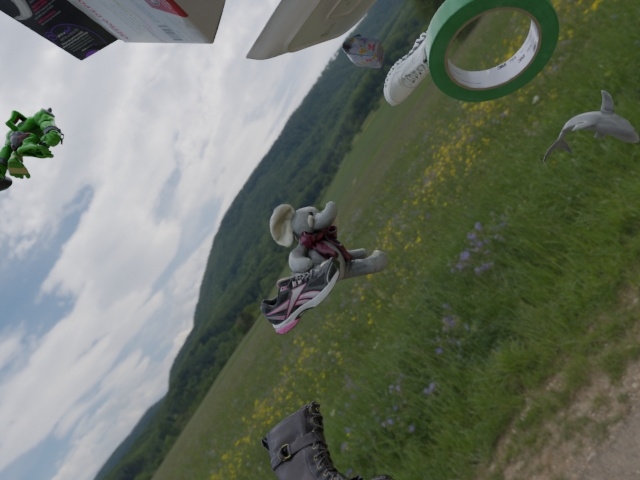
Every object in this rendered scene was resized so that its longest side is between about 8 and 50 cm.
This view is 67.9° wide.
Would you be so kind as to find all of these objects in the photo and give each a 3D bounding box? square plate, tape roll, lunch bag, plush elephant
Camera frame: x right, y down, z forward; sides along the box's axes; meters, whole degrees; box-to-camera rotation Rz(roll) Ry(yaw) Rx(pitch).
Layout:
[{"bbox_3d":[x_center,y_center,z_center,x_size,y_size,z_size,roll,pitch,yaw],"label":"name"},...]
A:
[{"bbox_3d":[0.051,-0.490,0.928,0.347,0.049,0.344,-39,3,-42],"label":"square plate"},{"bbox_3d":[0.436,-0.510,1.232,0.321,0.320,0.077,124,152,-51],"label":"tape roll"},{"bbox_3d":[0.094,-0.424,1.063,0.071,0.083,0.053,10,-88,-68],"label":"lunch bag"},{"bbox_3d":[0.000,0.000,1.420,0.271,0.256,0.329,-8,-6,-40],"label":"plush elephant"}]

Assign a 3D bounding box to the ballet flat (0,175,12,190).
[{"bbox_3d":[-0.770,-0.132,1.009,0.203,0.074,0.074,-15,-30,-42],"label":"ballet flat"}]

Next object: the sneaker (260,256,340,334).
[{"bbox_3d":[-0.040,0.091,0.869,0.178,0.077,0.072,-45,10,7],"label":"sneaker"}]

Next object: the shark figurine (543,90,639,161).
[{"bbox_3d":[0.776,-0.332,1.424,0.116,0.166,0.278,-29,10,-20],"label":"shark figurine"}]

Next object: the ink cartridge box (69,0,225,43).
[{"bbox_3d":[-0.241,-0.334,0.645,0.127,0.174,0.073,28,-104,-65],"label":"ink cartridge box"}]

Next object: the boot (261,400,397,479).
[{"bbox_3d":[0.001,0.398,0.862,0.262,0.091,0.229,-31,40,15],"label":"boot"}]

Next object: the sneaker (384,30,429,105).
[{"bbox_3d":[0.327,-0.594,1.630,0.292,0.110,0.118,-54,25,6],"label":"sneaker"}]

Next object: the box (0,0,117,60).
[{"bbox_3d":[-0.524,-0.502,0.909,0.270,0.165,0.144,27,-120,-52],"label":"box"}]

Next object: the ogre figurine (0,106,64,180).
[{"bbox_3d":[-0.629,-0.215,1.023,0.197,0.096,0.118,-33,54,37],"label":"ogre figurine"}]
